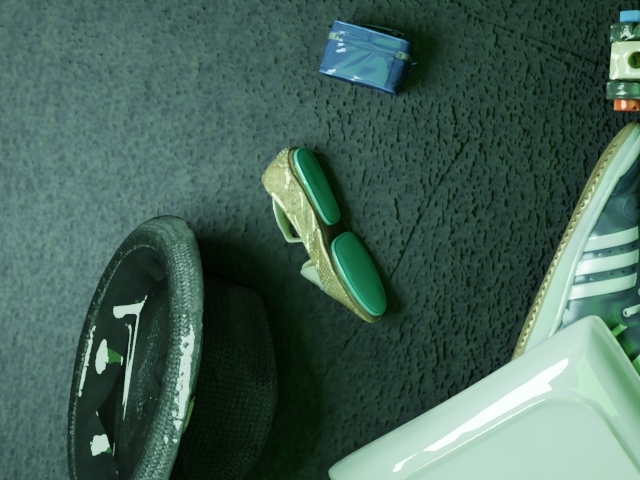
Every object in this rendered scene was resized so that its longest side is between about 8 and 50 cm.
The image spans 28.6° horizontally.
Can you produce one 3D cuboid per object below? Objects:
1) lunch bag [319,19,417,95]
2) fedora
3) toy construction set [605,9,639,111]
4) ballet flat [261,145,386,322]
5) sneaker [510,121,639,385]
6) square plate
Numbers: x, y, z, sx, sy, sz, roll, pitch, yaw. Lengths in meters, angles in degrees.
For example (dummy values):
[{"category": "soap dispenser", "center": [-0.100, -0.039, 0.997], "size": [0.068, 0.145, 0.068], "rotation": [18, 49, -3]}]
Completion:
[{"category": "lunch bag", "center": [0.053, -0.194, 1.315], "size": [0.098, 0.067, 0.065], "rotation": [16, 94, 3]}, {"category": "fedora", "center": [-0.141, 0.148, 1.287], "size": [0.152, 0.334, 0.334], "rotation": [14, 94, -30]}, {"category": "toy construction set", "center": [0.393, -0.174, 1.182], "size": [0.215, 0.327, 0.151], "rotation": [4, 79, 28]}, {"category": "ballet flat", "center": [0.000, 0.000, 1.339], "size": [0.067, 0.073, 0.206], "rotation": [-27, 87, 33]}, {"category": "sneaker", "center": [0.317, 0.031, 1.284], "size": [0.153, 0.099, 0.282], "rotation": [24, 101, 9]}, {"category": "square plate", "center": [0.230, 0.304, 1.288], "size": [0.347, 0.049, 0.344], "rotation": [-34, 90, 21]}]
